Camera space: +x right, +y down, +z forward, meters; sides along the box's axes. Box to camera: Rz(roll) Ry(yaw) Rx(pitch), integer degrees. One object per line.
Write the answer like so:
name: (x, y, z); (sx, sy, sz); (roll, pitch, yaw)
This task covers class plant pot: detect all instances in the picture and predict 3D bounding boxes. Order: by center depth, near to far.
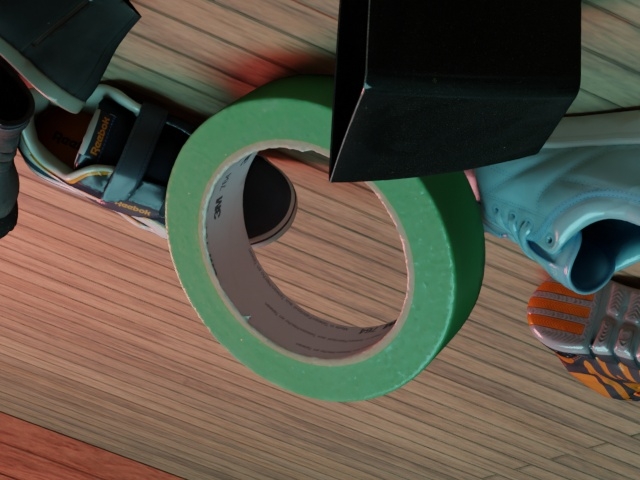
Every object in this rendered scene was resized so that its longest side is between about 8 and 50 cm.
plant pot: (0.104, -0.155, 1.161); (0.167, 0.187, 0.188); (5, 159, -5)

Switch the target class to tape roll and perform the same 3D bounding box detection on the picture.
tape roll: (0.000, 0.000, 1.483); (0.321, 0.077, 0.321); (14, 120, 25)

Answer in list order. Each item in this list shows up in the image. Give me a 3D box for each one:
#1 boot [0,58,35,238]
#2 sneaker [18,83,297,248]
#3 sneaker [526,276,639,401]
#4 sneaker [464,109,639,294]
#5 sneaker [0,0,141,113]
boot: (-0.436, -0.168, 1.619); (0.338, 0.118, 0.223); (33, 137, 13)
sneaker: (-0.184, -0.079, 1.616); (0.321, 0.126, 0.127); (16, 164, 9)
sneaker: (0.402, 0.126, 1.714); (0.321, 0.125, 0.180); (18, 166, 29)
sneaker: (0.214, -0.026, 1.412); (0.135, 0.150, 0.366); (33, 153, -34)
sneaker: (-0.266, -0.227, 1.406); (0.222, 0.118, 0.083); (41, -175, 16)
